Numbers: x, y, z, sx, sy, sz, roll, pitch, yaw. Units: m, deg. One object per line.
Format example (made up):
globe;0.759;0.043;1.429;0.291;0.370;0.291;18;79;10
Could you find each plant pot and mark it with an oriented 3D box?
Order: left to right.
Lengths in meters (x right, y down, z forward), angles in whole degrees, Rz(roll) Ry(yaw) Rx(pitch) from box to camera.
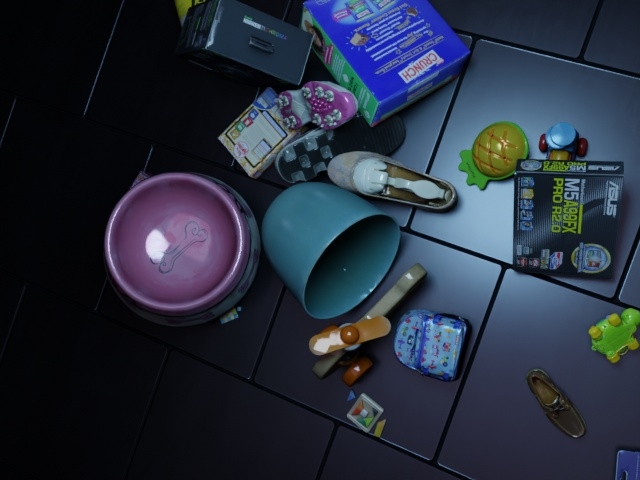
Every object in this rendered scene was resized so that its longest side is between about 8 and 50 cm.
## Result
plant pot;0.000;0.000;1.747;0.235;0.293;0.293;40;98;33

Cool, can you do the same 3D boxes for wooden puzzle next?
wooden puzzle;-0.245;0.187;1.947;0.083;0.006;0.049;-24;78;15
wooden puzzle;0.109;0.419;1.807;0.116;0.014;0.078;29;94;19

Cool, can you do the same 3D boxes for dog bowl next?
dog bowl;-0.353;0.010;1.856;0.408;0.150;0.407;0;82;-3

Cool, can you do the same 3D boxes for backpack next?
backpack;0.247;0.236;1.726;0.173;0.117;0.158;15;89;22

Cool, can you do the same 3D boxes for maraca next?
maraca;0.399;-0.197;1.726;0.186;0.099;0.127;-37;71;39

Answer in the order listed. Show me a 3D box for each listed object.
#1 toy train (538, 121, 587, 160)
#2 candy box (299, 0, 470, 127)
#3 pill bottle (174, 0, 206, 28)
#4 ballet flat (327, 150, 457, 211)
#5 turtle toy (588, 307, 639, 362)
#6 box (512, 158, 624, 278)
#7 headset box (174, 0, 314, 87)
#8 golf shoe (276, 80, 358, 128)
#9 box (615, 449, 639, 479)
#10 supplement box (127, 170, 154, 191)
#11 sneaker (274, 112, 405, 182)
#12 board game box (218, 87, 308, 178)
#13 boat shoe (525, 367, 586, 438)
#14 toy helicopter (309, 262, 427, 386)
toy train;0.522;-0.134;1.652;0.105;0.143;0.248;10;88;19
candy box;0.147;-0.472;1.768;0.268;0.122;0.317;-31;74;-15
pill bottle;-0.312;-0.581;1.978;0.119;0.119;0.208;-20;80;16
ballet flat;0.172;-0.140;1.734;0.316;0.106;0.107;12;96;-2
turtle toy;0.645;0.198;1.623;0.130;0.066;0.095;-37;99;9
box;0.527;-0.045;1.604;0.216;0.060;0.270;5;128;19
headset box;-0.185;-0.471;1.795;0.283;0.246;0.131;19;92;61
golf shoe;0.014;-0.332;1.765;0.306;0.140;0.115;16;124;58
box;0.744;0.525;1.577;0.225;0.036;0.136;5;86;17
supplement box;-0.484;-0.142;2.029;0.043;0.055;0.083;35;97;16
sneaker;0.040;-0.245;1.837;0.331;0.146;0.122;-17;108;-7
board game box;-0.151;-0.279;1.936;0.193;0.045;0.146;-42;75;10
boat shoe;0.519;0.365;1.653;0.064;0.060;0.178;-39;75;11
toy helicopter;0.107;0.186;1.712;0.140;0.235;0.355;45;99;17
